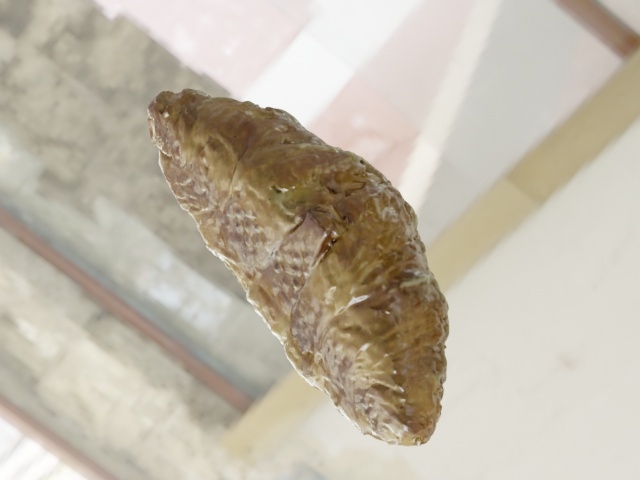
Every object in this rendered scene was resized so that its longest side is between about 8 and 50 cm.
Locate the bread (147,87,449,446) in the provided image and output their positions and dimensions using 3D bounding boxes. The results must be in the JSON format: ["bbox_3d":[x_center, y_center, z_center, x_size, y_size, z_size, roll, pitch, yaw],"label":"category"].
[{"bbox_3d":[0.000,0.000,0.880,0.076,0.233,0.105,-25,155,-35],"label":"bread"}]
